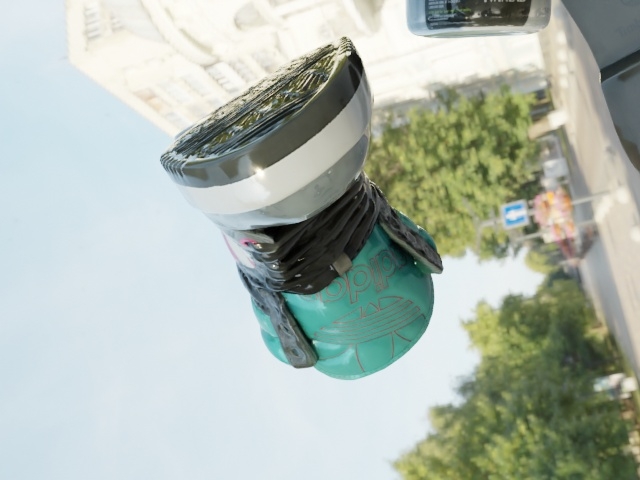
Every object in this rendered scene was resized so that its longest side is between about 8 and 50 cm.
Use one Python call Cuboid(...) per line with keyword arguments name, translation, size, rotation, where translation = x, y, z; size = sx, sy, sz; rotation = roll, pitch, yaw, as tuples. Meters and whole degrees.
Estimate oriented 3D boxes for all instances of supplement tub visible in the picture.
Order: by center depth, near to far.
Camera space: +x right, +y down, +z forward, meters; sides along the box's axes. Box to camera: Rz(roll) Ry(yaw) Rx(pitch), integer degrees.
Cuboid(name="supplement tub", translation=(0.123, -0.258, 0.684), size=(0.117, 0.117, 0.190), rotation=(-36, -54, -74))

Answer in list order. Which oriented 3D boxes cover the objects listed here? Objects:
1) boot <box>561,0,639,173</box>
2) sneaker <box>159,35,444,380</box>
Cuboid(name="boot", translation=(0.228, -0.164, 0.583), size=(0.115, 0.112, 0.305), rotation=(14, -117, -49))
Cuboid(name="sneaker", translation=(0.000, 0.000, 0.476), size=(0.178, 0.124, 0.295), rotation=(57, 178, -12))
